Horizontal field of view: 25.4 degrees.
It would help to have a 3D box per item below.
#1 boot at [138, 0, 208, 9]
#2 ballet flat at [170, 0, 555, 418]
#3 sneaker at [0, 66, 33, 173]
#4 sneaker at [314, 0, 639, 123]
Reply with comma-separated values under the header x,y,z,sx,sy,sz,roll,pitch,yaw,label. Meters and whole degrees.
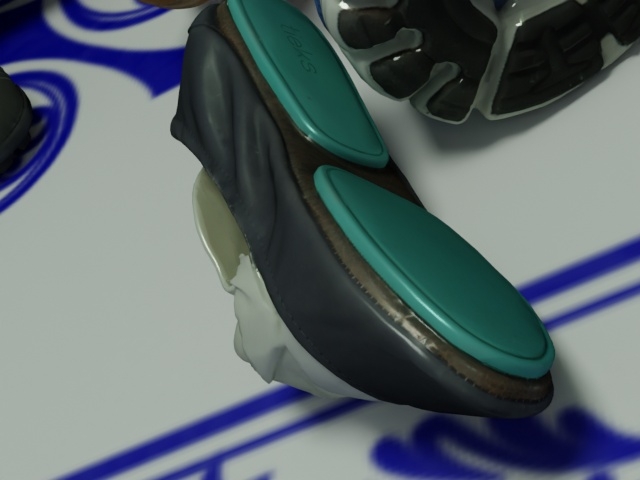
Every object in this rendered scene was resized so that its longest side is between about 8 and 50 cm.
x,y,z,sx,sy,sz,roll,pitch,yaw,label
-0.021,-0.180,0.546,0.197,0.073,0.152,-54,7,14,boot
0.000,0.000,0.407,0.074,0.074,0.203,-35,41,4,ballet flat
-0.228,-0.096,0.622,0.234,0.106,0.078,28,69,27,sneaker
0.120,-0.185,0.449,0.330,0.130,0.147,-35,38,4,sneaker
